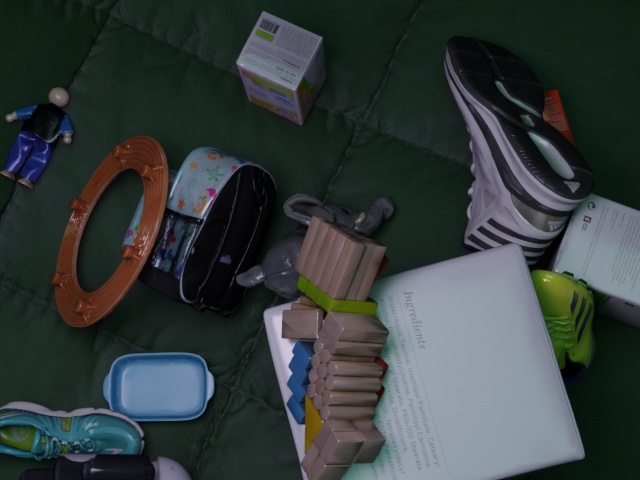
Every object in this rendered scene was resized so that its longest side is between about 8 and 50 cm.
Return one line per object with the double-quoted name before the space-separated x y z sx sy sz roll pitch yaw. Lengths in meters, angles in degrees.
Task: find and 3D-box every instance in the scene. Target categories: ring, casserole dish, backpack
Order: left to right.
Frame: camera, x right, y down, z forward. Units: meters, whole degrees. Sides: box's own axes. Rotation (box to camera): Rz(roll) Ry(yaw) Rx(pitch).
"ring" -0.355 -0.021 1.846 0.032 0.336 0.336 23 77 -34
"casserole dish" -0.271 0.248 1.904 0.188 0.037 0.114 -2 78 4
"backpack" -0.188 -0.026 1.856 0.191 0.225 0.253 26 91 25

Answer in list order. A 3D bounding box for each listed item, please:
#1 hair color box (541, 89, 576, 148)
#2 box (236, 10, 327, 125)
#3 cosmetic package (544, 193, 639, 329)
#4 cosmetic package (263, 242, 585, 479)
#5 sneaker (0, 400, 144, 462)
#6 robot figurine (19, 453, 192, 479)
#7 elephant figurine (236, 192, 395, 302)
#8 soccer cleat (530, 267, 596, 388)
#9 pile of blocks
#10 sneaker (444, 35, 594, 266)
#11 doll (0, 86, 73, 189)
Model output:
"hair color box" 0.403 -0.179 1.937 0.043 0.072 0.141 -15 77 -1
"box" -0.062 -0.289 1.920 0.114 0.203 0.103 25 81 6
"cosmetic package" 0.557 0.065 1.814 0.365 0.197 0.155 22 80 9
"cosmetic package" 0.151 0.233 1.732 0.393 0.329 0.327 -15 76 1
"sneaker" -0.427 0.333 1.851 0.275 0.110 0.107 3 95 6
"robot figurine" -0.333 0.424 1.771 0.278 0.209 0.173 3 83 -12
"elephant figurine" 0.000 0.000 1.884 0.186 0.169 0.239 37 39 -23
"soccer cleat" 0.376 0.142 1.764 0.093 0.289 0.121 13 66 29
"pile of blocks" 0.031 0.151 1.552 0.112 0.149 0.362 8 84 -38
"sneaker" 0.273 -0.136 1.888 0.169 0.257 0.447 6 41 -24
"doll" -0.505 -0.191 2.006 0.129 0.046 0.189 25 81 7
